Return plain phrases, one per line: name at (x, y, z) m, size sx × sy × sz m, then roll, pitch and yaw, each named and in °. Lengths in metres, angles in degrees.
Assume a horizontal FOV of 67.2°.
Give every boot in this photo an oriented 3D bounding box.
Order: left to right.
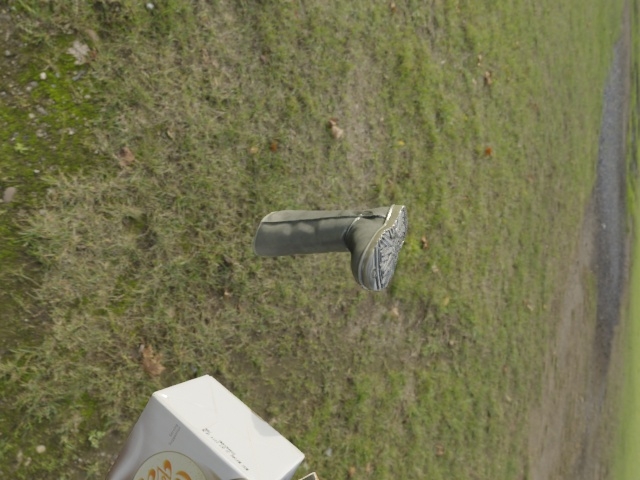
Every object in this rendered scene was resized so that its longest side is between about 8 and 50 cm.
boot at (0.000, 0.003, 0.651) m, size 0.189 × 0.209 × 0.076 m, roll -48°, pitch 138°, yaw -59°

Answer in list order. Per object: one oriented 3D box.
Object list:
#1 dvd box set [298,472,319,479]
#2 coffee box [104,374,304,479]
dvd box set at (0.073, 0.476, 0.451) m, size 0.062 × 0.307 × 0.420 m, roll -25°, pitch 86°, yaw -8°
coffee box at (-0.147, 0.283, 0.483) m, size 0.246 × 0.141 × 0.098 m, roll -59°, pitch 161°, yaw 8°
